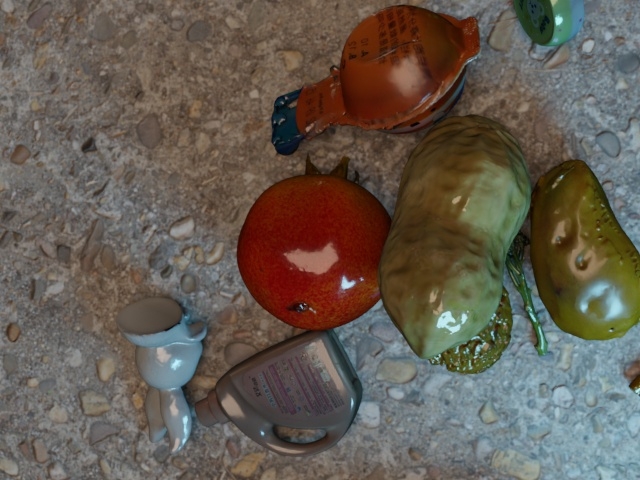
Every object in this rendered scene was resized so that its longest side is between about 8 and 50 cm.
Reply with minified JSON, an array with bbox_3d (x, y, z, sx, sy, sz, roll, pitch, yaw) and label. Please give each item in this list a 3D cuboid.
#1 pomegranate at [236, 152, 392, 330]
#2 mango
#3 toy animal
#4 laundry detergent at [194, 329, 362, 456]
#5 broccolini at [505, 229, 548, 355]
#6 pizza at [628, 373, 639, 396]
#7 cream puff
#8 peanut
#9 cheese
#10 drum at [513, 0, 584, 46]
[{"bbox_3d":[0.000,0.000,1.423,0.221,0.221,0.256,8,62,11],"label":"pomegranate"},{"bbox_3d":[0.352,0.014,1.374,0.156,0.151,0.248,-7,96,46],"label":"mango"},{"bbox_3d":[-0.221,0.197,1.536,0.104,0.131,0.220,13,123,37],"label":"toy animal"},{"bbox_3d":[-0.057,0.243,1.507,0.237,0.076,0.171,-28,88,12],"label":"laundry detergent"},{"bbox_3d":[0.282,0.072,1.443,0.054,0.052,0.194,-14,91,16],"label":"broccolini"},{"bbox_3d":[0.547,0.231,1.396,0.201,0.053,0.193,-25,88,11],"label":"pizza"},{"bbox_3d":[0.193,0.106,1.429,0.150,0.115,0.165,-41,84,7],"label":"cream puff"},{"bbox_3d":[0.176,-0.016,1.320,0.170,0.387,0.192,25,141,-8],"label":"peanut"},{"bbox_3d":[0.071,-0.219,1.424,0.329,0.129,0.217,-23,44,24],"label":"cheese"},{"bbox_3d":[0.277,-0.370,1.418,0.049,0.130,0.253,-23,58,-11],"label":"drum"}]
